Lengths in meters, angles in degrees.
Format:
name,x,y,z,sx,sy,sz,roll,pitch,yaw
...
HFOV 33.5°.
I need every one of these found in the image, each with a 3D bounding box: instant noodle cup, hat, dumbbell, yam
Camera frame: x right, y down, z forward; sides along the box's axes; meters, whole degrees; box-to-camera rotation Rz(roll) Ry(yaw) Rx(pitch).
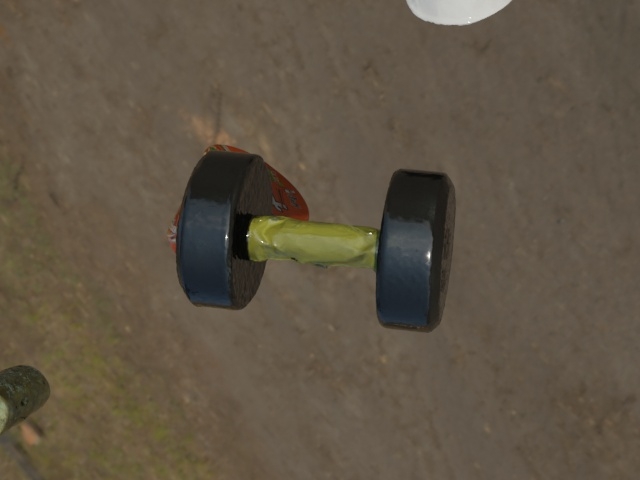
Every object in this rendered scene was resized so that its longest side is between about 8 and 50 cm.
name,x,y,z,sx,sy,sz,roll,pitch,yaw
instant noodle cup,-0.175,-0.040,2.116,0.250,0.250,0.192,43,113,12
hat,0.211,-0.437,1.621,0.203,0.203,0.126,29,157,32
dumbbell,0.000,0.000,1.336,0.323,0.203,0.203,6,136,11
yam,-0.581,0.294,1.967,0.107,0.107,0.194,49,-167,2
